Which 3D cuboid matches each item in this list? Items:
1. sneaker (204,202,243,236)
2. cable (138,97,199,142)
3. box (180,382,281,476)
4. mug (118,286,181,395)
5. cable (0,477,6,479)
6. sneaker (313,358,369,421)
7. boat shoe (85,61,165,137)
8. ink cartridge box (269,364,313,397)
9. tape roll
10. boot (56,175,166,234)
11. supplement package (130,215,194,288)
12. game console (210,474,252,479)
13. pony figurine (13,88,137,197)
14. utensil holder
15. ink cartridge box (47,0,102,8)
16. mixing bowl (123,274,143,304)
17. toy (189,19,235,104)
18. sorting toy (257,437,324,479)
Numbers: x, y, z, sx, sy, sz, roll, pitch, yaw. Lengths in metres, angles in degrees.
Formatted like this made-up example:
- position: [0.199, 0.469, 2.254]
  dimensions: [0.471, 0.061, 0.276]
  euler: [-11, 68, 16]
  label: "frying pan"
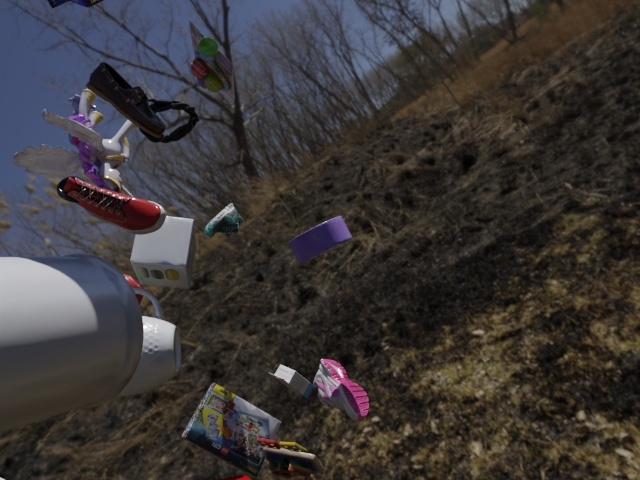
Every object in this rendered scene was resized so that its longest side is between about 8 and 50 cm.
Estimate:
- position: [-0.267, -0.046, 1.380]
  dimensions: [0.065, 0.076, 0.166]
  euler: [-37, 11, 30]
  label: "sneaker"
- position: [-0.471, -0.371, 1.520]
  dimensions: [0.185, 0.047, 0.150]
  euler: [-5, -47, -35]
  label: "cable"
- position: [-0.243, 0.524, 1.342]
  dimensions: [0.044, 0.233, 0.159]
  euler: [-31, 27, 56]
  label: "box"
- position: [-0.664, 0.344, 1.673]
  dimensions: [0.329, 0.373, 0.276]
  euler: [-4, -17, -8]
  label: "mug"
- position: [-0.860, 0.707, 1.182]
  dimensions: [0.258, 0.256, 0.089]
  euler: [0, 1, -2]
  label: "cable"
- position: [0.061, 0.500, 1.565]
  dimensions: [0.111, 0.103, 0.252]
  euler: [-62, 37, 12]
  label: "sneaker"
- position: [-0.422, -0.311, 1.067]
  dimensions: [0.073, 0.207, 0.073]
  euler: [-52, -1, 8]
  label: "boat shoe"
- position: [-0.123, 0.589, 2.052]
  dimensions: [0.104, 0.181, 0.061]
  euler: [6, 57, 46]
  label: "ink cartridge box"
- position: [0.000, 0.000, 1.525]
  dimensions: [0.189, 0.080, 0.189]
  euler: [-27, -4, -2]
  label: "tape roll"
- position: [-0.513, -0.091, 1.175]
  dimensions: [0.176, 0.245, 0.088]
  euler: [51, -127, -62]
  label: "boot"
- position: [-0.598, 0.048, 1.870]
  dimensions: [0.262, 0.200, 0.197]
  euler: [117, 158, -64]
  label: "supplement package"
- position: [-0.222, 0.640, 1.184]
  dimensions: [0.144, 0.124, 0.085]
  euler: [8, -39, -35]
  label: "game console"
- position: [-0.774, -0.325, 1.619]
  dimensions: [0.303, 0.351, 0.363]
  euler: [-30, 50, 35]
  label: "pony figurine"
- position: [-0.580, 0.183, 0.870]
  dimensions: [0.328, 0.327, 0.385]
  euler: [-35, -15, 16]
  label: "utensil holder"
- position: [-0.503, -0.669, 1.130]
  dimensions: [0.333, 0.065, 0.165]
  euler: [-36, -23, -16]
  label: "ink cartridge box"
- position: [-0.806, 0.206, 2.011]
  dimensions: [0.098, 0.181, 0.181]
  euler: [-51, 9, -20]
  label: "mixing bowl"
- position: [-0.272, -0.406, 1.165]
  dimensions: [0.056, 0.137, 0.237]
  euler: [-46, 3, -14]
  label: "toy"
- position: [-0.070, 0.556, 1.194]
  dimensions: [0.133, 0.274, 0.046]
  euler: [3, 52, 16]
  label: "sorting toy"
